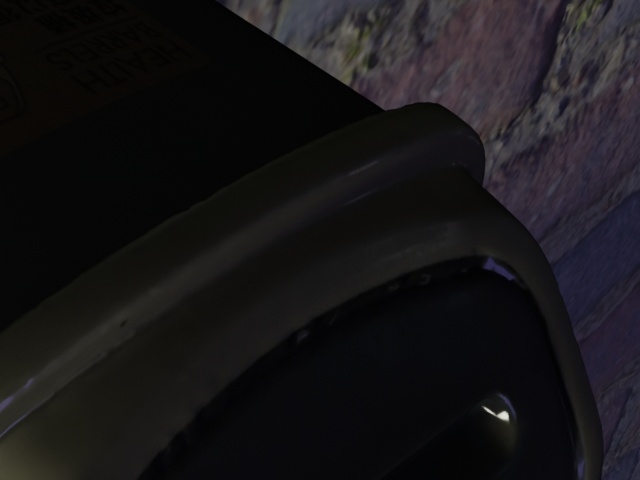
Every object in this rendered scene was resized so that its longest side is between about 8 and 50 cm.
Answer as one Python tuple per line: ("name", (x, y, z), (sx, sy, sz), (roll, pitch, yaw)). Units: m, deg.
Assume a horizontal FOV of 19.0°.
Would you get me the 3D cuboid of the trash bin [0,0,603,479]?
("trash bin", (-0.088, 0.018, 0.500), (0.209, 0.290, 0.182), (-32, 150, -40))
